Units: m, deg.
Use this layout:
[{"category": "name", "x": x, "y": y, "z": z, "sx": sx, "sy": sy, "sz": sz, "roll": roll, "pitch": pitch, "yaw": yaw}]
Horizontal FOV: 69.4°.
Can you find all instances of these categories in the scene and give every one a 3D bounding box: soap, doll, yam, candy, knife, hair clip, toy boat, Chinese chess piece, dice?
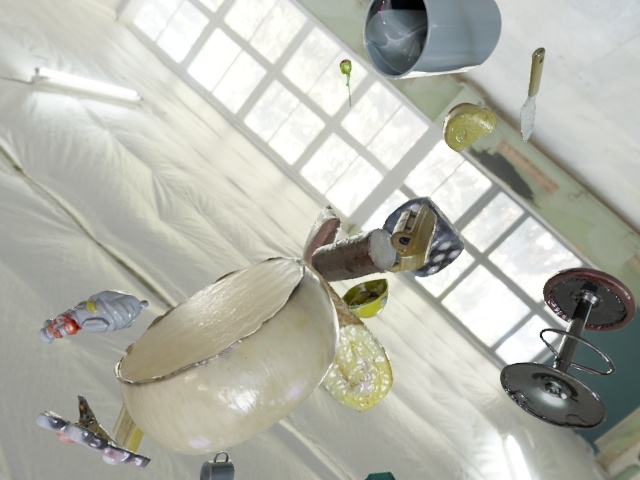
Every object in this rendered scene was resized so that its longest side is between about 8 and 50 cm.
[{"category": "soap", "x": -0.425, "y": 0.394, "z": 1.075, "sx": 0.037, "sy": 0.252, "sz": 0.092, "roll": 11, "pitch": -155, "yaw": -40}, {"category": "doll", "x": -0.378, "y": 0.127, "z": 0.773, "sx": 0.094, "sy": 0.180, "sz": 0.079, "roll": -113, "pitch": 7, "yaw": -65}, {"category": "yam", "x": 0.092, "y": 0.050, "z": 1.307, "sx": 0.131, "sy": 0.279, "sz": 0.131, "roll": 10, "pitch": -108, "yaw": -33}, {"category": "candy", "x": 0.072, "y": -0.417, "z": 1.226, "sx": 0.035, "sy": 0.035, "sz": 0.123, "roll": -55, "pitch": -41, "yaw": -68}, {"category": "knife", "x": 0.420, "y": -0.277, "z": 0.928, "sx": 0.017, "sy": 0.047, "sz": 0.298, "roll": 41, "pitch": -179, "yaw": 26}, {"category": "hair clip", "x": -0.434, "y": 0.380, "z": 0.893, "sx": 0.075, "sy": 0.146, "sz": 0.257, "roll": -66, "pitch": -36, "yaw": -42}, {"category": "toy boat", "x": 0.201, "y": -0.008, "z": 1.010, "sx": 0.088, "sy": 0.068, "sz": 0.226, "roll": 12, "pitch": -146, "yaw": 18}, {"category": "Chinese chess piece", "x": -0.104, "y": 0.121, "z": 0.541, "sx": 0.257, "sy": 0.257, "sz": 0.104, "roll": -83, "pitch": -31, "yaw": -72}, {"category": "dice", "x": 0.306, "y": -0.010, "z": 1.383, "sx": 0.181, "sy": 0.183, "sz": 0.182, "roll": 31, "pitch": -155, "yaw": -49}]

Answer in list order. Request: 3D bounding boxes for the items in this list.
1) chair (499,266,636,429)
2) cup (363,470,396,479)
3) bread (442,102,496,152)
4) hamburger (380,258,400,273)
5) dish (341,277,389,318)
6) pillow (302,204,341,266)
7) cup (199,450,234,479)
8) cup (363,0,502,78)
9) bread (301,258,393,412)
[{"category": "chair", "x": 0.620, "y": 0.227, "z": 1.133, "sx": 0.226, "sy": 0.226, "sz": 0.401, "roll": 42, "pitch": -123, "yaw": 1}, {"category": "cup", "x": 0.222, "y": 0.889, "z": 1.502, "sx": 0.134, "sy": 0.148, "sz": 0.236, "roll": 0, "pitch": 117, "yaw": 50}, {"category": "bread", "x": 0.438, "y": -0.346, "z": 1.389, "sx": 0.125, "sy": 0.156, "sz": 0.086, "roll": 45, "pitch": -139, "yaw": -22}, {"category": "hamburger", "x": 0.278, "y": 0.010, "z": 1.667, "sx": 0.122, "sy": 0.189, "sz": 0.215, "roll": 44, "pitch": -132, "yaw": -19}, {"category": "dish", "x": 0.152, "y": 0.203, "z": 1.507, "sx": 0.148, "sy": 0.207, "sz": 0.080, "roll": 13, "pitch": 128, "yaw": 56}, {"category": "pillow", "x": 0.000, "y": 0.000, "z": 1.562, "sx": 0.084, "sy": 0.236, "sz": 0.223, "roll": 22, "pitch": -165, "yaw": -8}, {"category": "cup", "x": -0.307, "y": 0.682, "z": 1.379, "sx": 0.077, "sy": 0.078, "sz": 0.100, "roll": 23, "pitch": -115, "yaw": -36}, {"category": "cup", "x": 0.280, "y": -0.507, "z": 1.115, "sx": 0.312, "sy": 0.205, "sz": 0.205, "roll": -18, "pitch": -125, "yaw": -34}, {"category": "bread", "x": 0.011, "y": 0.212, "z": 1.101, "sx": 0.237, "sy": 0.165, "sz": 0.375, "roll": 56, "pitch": 174, "yaw": -30}]
